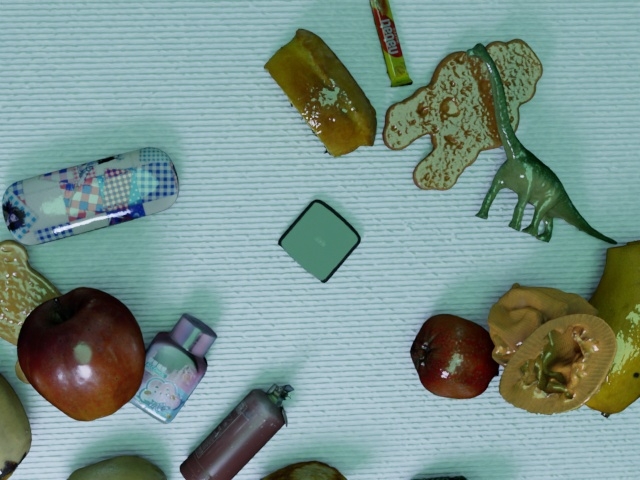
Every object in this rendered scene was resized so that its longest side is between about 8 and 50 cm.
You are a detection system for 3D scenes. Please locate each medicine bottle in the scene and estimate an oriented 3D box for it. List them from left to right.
[{"bbox_3d":[-0.279,0.237,1.716,0.119,0.094,0.188,35,92,-6],"label":"medicine bottle"}]

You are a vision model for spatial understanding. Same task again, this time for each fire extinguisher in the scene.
[{"bbox_3d":[-0.145,0.369,1.734,0.105,0.105,0.269,45,91,-7],"label":"fire extinguisher"}]

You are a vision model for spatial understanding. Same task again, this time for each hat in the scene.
[{"bbox_3d":[0.411,0.162,1.712,0.233,0.233,0.244,-37,126,17],"label":"hat"}]

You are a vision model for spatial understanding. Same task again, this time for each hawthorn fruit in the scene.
[{"bbox_3d":[0.272,0.229,1.737,0.194,0.157,0.157,22,93,-24],"label":"hawthorn fruit"}]

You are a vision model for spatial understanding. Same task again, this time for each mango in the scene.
[{"bbox_3d":[0.592,0.165,1.750,0.186,0.144,0.359,22,90,-5],"label":"mango"}]

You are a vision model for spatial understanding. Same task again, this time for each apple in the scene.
[{"bbox_3d":[-0.420,0.196,1.602,0.233,0.234,0.234,0,95,-4],"label":"apple"}]

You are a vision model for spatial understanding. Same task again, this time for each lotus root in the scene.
[{"bbox_3d":[-0.650,0.307,1.661,0.182,0.183,0.310,-26,94,-1],"label":"lotus root"}]

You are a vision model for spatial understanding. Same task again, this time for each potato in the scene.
[{"bbox_3d":[-0.393,0.481,1.717,0.193,0.157,0.157,8,95,8],"label":"potato"}]

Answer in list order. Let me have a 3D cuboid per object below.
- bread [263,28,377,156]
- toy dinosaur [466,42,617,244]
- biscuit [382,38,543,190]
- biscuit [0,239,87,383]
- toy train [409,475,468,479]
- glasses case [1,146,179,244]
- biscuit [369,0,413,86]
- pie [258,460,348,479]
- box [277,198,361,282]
[{"bbox_3d":[0.009,-0.267,1.672,0.129,0.134,0.260,-38,97,1],"label":"bread"},{"bbox_3d":[0.418,-0.159,1.727,0.447,0.087,0.301,17,92,-23],"label":"toy dinosaur"},{"bbox_3d":[0.278,-0.251,1.737,0.334,0.047,0.202,-41,98,2],"label":"biscuit"},{"bbox_3d":[-0.513,0.167,1.718,0.339,0.047,0.216,35,94,-11],"label":"biscuit"},{"bbox_3d":[0.236,0.548,1.778,0.203,0.112,0.163,-3,89,-4],"label":"toy train"},{"bbox_3d":[-0.425,-0.082,1.686,0.327,0.076,0.125,-15,98,-2],"label":"glasses case"},{"bbox_3d":[0.117,-0.432,1.719,0.048,0.026,0.292,-19,97,-22],"label":"biscuit"},{"bbox_3d":[-0.041,0.486,1.716,0.205,0.179,0.084,-9,101,-10],"label":"pie"},{"bbox_3d":[0.000,0.000,1.752,0.126,0.027,0.125,41,89,-5],"label":"box"}]
